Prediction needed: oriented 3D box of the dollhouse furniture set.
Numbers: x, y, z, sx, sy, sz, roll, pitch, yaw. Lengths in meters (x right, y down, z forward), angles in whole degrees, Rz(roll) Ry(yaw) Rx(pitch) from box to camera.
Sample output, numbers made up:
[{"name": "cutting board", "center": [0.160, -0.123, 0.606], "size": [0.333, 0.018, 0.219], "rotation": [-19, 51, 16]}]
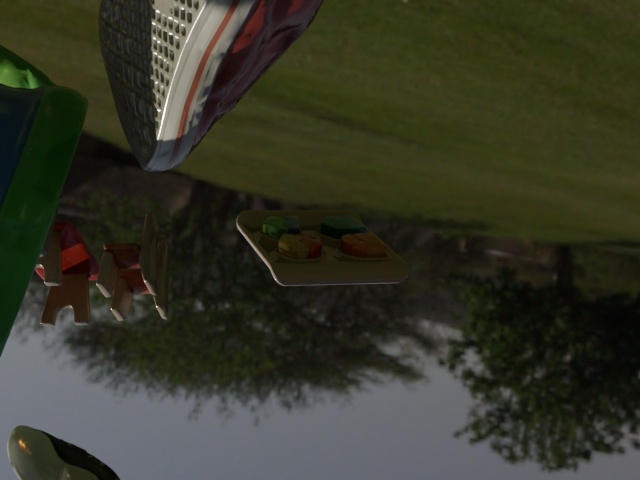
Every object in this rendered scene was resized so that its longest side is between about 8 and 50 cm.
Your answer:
[{"name": "dollhouse furniture set", "center": [-0.320, -0.008, 1.259], "size": [0.262, 0.135, 0.259], "rotation": [-2, 154, 4]}]

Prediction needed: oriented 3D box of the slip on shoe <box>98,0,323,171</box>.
[{"name": "slip on shoe", "center": [-0.060, -0.132, 0.643], "size": [0.101, 0.123, 0.331], "rotation": [-14, 166, -27]}]

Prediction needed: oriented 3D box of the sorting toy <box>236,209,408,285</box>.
[{"name": "sorting toy", "center": [0.000, 0.000, 1.503], "size": [0.193, 0.038, 0.208], "rotation": [0, -156, -20]}]

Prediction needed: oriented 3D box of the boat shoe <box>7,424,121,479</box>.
[{"name": "boat shoe", "center": [-0.234, 0.208, 0.990], "size": [0.133, 0.049, 0.042], "rotation": [22, -178, 33]}]

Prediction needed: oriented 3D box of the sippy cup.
[{"name": "sippy cup", "center": [-0.317, -0.037, 0.810], "size": [0.224, 0.240, 0.305], "rotation": [21, -169, -15]}]
